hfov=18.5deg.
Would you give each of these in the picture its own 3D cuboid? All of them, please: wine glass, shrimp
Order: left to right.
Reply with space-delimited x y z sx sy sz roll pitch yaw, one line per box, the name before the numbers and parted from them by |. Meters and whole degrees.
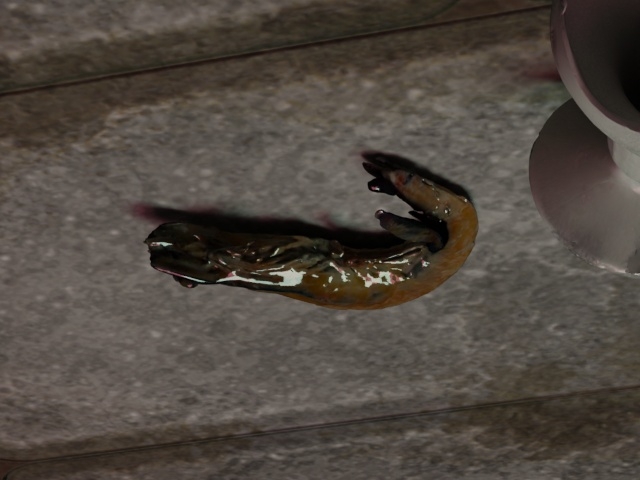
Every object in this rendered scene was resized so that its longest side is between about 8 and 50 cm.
shrimp | 0.000 0.000 1.274 0.219 0.046 0.152 5 150 -19
wine glass | 0.192 -0.072 1.060 0.164 0.165 0.196 0 153 -3
